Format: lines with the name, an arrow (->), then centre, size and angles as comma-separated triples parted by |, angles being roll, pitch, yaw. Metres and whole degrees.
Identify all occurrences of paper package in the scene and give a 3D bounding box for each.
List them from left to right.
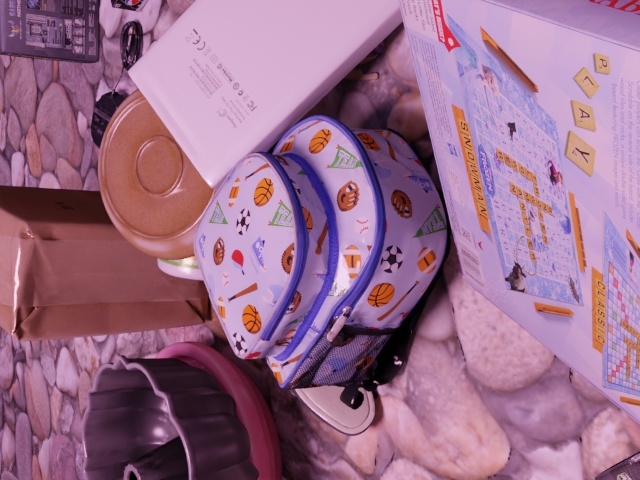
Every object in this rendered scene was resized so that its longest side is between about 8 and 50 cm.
paper package -> -0.377, 0.024, 1.131 | 0.324, 0.309, 0.168 | 18, 102, 47

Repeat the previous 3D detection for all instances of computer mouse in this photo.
computer mouse -> -0.359, -0.274, 1.302 | 0.071, 0.041, 0.242 | 37, 113, 32

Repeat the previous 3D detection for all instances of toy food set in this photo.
toy food set -> 0.046, -0.249, 0.835 | 0.077, 0.019, 0.122 | 14, 104, 48

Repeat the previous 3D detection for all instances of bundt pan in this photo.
bundt pan -> -0.195, 0.310, 0.959 | 0.330, 0.124, 0.331 | 4, 96, 49

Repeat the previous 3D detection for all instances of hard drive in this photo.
hard drive -> -0.061, -0.231, 0.821 | 0.307, 0.040, 0.203 | -42, 67, 10

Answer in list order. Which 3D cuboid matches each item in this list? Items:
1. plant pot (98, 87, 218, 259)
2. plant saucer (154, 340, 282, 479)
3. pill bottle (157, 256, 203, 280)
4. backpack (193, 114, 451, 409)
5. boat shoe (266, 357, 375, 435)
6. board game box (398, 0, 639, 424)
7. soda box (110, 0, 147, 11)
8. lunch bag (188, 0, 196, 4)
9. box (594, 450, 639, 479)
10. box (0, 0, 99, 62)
plant pot -> -0.197, -0.093, 0.912 | 0.236, 0.032, 0.237 | 0, 90, 27
plant saucer -> -0.163, 0.313, 1.081 | 0.332, 0.084, 0.333 | 6, 99, 48
pill bottle -> -0.149, -0.078, 0.988 | 0.136, 0.136, 0.246 | 17, 106, 48
backpack -> 0.000, 0.000, 0.782 | 0.263, 0.213, 0.277 | -51, 52, 26
boat shoe -> -0.013, 0.158, 0.915 | 0.233, 0.084, 0.079 | 41, 161, 32
board game box -> 0.191, -0.019, 0.486 | 0.318, 0.065, 0.319 | 45, 162, 49
soda box -> -0.342, -0.483, 1.243 | 0.060, 0.053, 0.169 | -33, 68, 47
lunch bag -> -0.142, -0.478, 0.906 | 0.256, 0.212, 0.305 | 48, 130, 15
box -> 0.327, 0.222, 0.529 | 0.184, 0.045, 0.191 | -49, 56, 37
box -> -0.509, -0.456, 1.344 | 0.059, 0.183, 0.233 | 11, 102, 48
